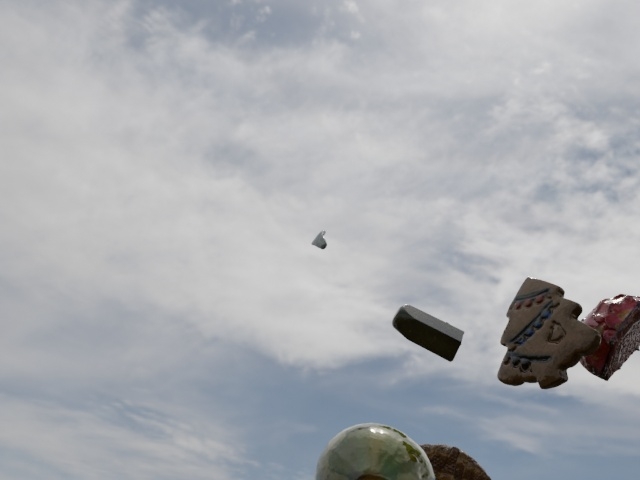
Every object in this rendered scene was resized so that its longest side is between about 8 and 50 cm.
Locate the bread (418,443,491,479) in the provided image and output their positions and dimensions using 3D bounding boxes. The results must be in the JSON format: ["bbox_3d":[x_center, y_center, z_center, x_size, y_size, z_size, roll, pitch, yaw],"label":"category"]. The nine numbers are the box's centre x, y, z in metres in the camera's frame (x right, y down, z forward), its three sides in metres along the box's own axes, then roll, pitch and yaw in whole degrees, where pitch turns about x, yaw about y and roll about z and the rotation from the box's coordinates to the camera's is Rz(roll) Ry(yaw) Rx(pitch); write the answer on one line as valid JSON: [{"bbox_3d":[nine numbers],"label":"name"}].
[{"bbox_3d":[0.315,0.568,1.689,0.233,0.104,0.076,15,-17,13],"label":"bread"}]

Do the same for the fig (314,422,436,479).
[{"bbox_3d":[0.096,0.465,1.270,0.240,0.239,0.271,-3,-22,13],"label":"fig"}]

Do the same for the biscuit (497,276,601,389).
[{"bbox_3d":[0.518,0.212,1.598,0.043,0.301,0.278,26,-50,-28],"label":"biscuit"}]

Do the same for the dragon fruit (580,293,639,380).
[{"bbox_3d":[0.707,0.223,1.635,0.189,0.262,0.162,-17,-77,54],"label":"dragon fruit"}]

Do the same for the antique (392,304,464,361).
[{"bbox_3d":[0.331,0.284,2.089,0.221,0.080,0.081,25,-66,8],"label":"antique"}]

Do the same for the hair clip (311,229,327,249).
[{"bbox_3d":[-0.002,-0.002,2.302,0.036,0.066,0.229,43,4,-8],"label":"hair clip"}]
